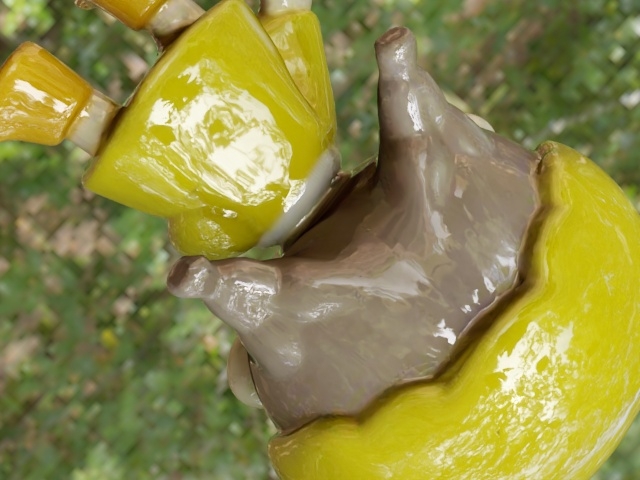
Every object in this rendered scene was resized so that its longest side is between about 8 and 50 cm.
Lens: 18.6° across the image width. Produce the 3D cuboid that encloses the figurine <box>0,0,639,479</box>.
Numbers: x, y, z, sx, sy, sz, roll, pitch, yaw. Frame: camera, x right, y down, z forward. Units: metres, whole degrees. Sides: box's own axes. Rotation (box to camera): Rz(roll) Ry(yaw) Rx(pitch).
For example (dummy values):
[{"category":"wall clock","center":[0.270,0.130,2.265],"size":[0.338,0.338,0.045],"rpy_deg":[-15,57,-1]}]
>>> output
[{"category":"figurine","center":[0.000,0.000,0.936],"size":[0.215,0.343,0.187],"rpy_deg":[-54,180,0]}]
